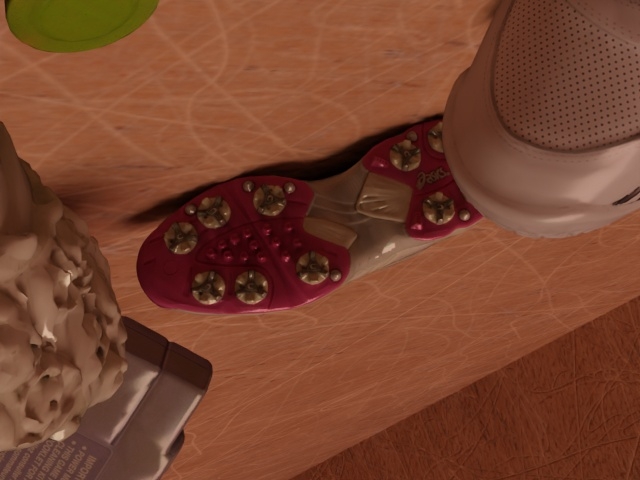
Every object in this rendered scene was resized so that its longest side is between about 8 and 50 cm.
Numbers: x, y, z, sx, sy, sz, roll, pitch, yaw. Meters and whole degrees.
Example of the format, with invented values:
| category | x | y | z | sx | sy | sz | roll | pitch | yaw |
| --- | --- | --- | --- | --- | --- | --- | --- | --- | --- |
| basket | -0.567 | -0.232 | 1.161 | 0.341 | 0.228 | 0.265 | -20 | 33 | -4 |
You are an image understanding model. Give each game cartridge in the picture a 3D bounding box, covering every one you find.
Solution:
| category | x | y | z | sx | sy | sz | roll | pitch | yaw |
| --- | --- | --- | --- | --- | --- | --- | --- | --- | --- |
| game cartridge | -0.255 | 0.178 | 0.809 | 0.230 | 0.068 | 0.355 | 29 | 109 | -16 |

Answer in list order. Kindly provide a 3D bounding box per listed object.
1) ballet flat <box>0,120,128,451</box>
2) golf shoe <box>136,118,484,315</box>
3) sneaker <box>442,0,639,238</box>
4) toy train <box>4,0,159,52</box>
| category | x | y | z | sx | sy | sz | roll | pitch | yaw |
| --- | --- | --- | --- | --- | --- | --- | --- | --- | --- |
| ballet flat | -0.163 | -0.014 | 0.249 | 0.147 | 0.147 | 0.409 | -29 | 166 | 25 |
| golf shoe | 0.000 | 0.000 | 0.942 | 0.306 | 0.115 | 0.140 | -16 | 166 | -13 |
| sneaker | 0.159 | -0.169 | 0.441 | 0.366 | 0.137 | 0.210 | -49 | 153 | 6 |
| toy train | -0.092 | -0.121 | 0.369 | 0.105 | 0.143 | 0.248 | -16 | 163 | -15 |
